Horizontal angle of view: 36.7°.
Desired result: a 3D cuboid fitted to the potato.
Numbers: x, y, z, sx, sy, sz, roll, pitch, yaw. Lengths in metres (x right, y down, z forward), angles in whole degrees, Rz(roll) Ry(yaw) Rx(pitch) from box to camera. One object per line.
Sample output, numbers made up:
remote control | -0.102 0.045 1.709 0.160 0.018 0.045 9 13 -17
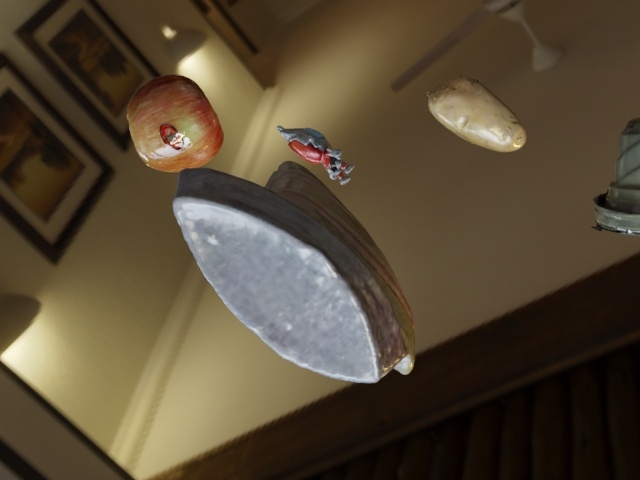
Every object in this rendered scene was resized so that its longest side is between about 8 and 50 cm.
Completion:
potato | 0.342 -0.281 2.114 0.235 0.161 0.128 40 -79 44

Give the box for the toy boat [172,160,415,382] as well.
toy boat | 0.003 0.019 0.952 0.111 0.276 0.293 -47 169 24

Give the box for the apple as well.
apple | -0.218 -0.170 1.421 0.131 0.146 0.146 -26 -157 -2

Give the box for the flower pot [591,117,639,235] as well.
flower pot | 0.459 -0.089 1.214 0.235 0.140 0.235 -6 -172 1

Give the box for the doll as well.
doll | -0.007 -0.114 1.198 0.039 0.114 0.057 -54 168 5
